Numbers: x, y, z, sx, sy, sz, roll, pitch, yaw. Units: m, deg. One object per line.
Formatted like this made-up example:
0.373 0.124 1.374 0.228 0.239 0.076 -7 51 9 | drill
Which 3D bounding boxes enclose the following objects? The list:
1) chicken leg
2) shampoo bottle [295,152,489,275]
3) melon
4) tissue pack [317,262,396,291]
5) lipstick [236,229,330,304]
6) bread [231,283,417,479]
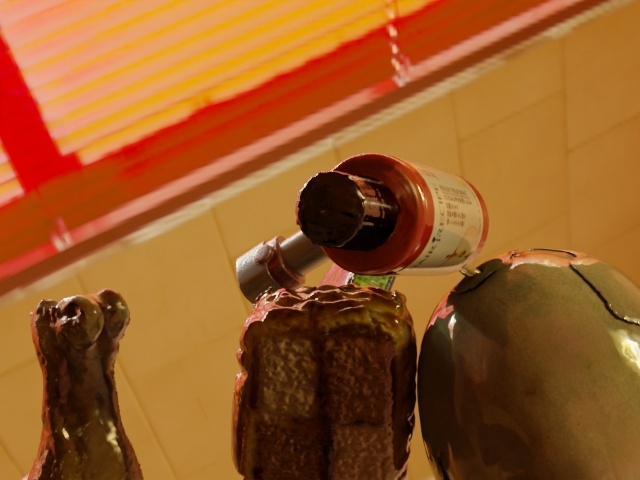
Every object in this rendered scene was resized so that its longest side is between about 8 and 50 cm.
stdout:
-0.260 0.236 1.091 0.211 0.361 0.140 -9 -178 11 | chicken leg
0.061 -0.020 0.951 0.104 0.278 0.104 -1 -92 25 | shampoo bottle
0.222 0.158 1.024 0.268 0.330 0.268 -27 -167 7 | melon
0.030 0.104 1.538 0.073 0.173 0.235 34 -132 -9 | tissue pack
-0.001 -0.001 1.125 0.186 0.057 0.063 -33 -140 20 | lipstick
0.002 0.151 1.053 0.181 0.222 0.096 3 -161 5 | bread
